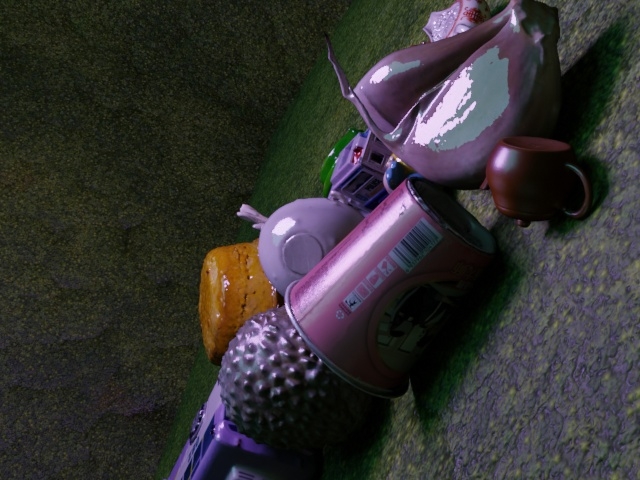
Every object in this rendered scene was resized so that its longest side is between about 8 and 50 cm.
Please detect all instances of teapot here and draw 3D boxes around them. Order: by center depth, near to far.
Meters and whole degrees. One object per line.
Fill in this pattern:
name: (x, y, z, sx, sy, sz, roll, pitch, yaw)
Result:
teapot: (0.262, -0.066, 0.945, 0.173, 0.116, 0.116, 27, 93, 51)
teapot: (0.272, -0.399, 1.487, 0.159, 0.116, 0.245, -52, 11, 4)

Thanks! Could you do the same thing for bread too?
bread: (-0.209, 0.178, 2.017, 0.358, 0.204, 0.336, -117, 30, -52)

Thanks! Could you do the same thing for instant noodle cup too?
instant noodle cup: (0.111, 0.055, 1.096, 0.255, 0.244, 0.244, -51, 17, 20)

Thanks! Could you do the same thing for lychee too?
lychee: (-0.036, 0.232, 1.264, 0.274, 0.255, 0.255, 31, 98, 37)

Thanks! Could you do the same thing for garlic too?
garlic: (0.178, -0.183, 1.101, 0.340, 0.245, 0.231, -5, 45, 23)

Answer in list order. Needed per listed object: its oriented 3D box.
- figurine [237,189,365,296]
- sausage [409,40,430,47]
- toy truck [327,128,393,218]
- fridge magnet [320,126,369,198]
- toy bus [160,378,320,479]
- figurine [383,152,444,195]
figurine: (-0.020, -0.006, 1.460, 0.226, 0.275, 0.394, -62, -6, 8)
sausage: (0.195, -0.350, 1.736, 0.330, 0.102, 0.102, -42, 26, 62)
toy truck: (0.100, -0.126, 1.565, 0.268, 0.155, 0.124, -39, 30, 64)
fridge magnet: (0.076, -0.173, 1.767, 0.208, 0.088, 0.208, -43, -22, -22)
toy bus: (-0.179, 0.482, 1.443, 0.439, 0.209, 0.249, -62, 15, 18)
figurine: (0.160, -0.074, 1.347, 0.234, 0.128, 0.185, -93, 13, -46)
